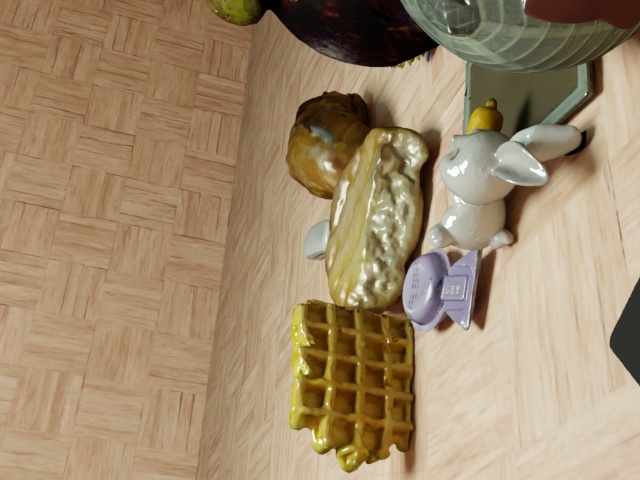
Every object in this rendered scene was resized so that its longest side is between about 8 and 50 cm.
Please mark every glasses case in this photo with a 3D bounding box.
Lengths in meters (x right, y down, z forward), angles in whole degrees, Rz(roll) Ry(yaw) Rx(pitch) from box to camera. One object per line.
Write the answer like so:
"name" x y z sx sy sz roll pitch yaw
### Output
"glasses case" 0.000 0.000 1.640 0.164 0.041 0.063 150 129 -72

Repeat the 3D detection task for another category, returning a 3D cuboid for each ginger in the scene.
"ginger" 0.016 -0.168 1.466 0.321 0.172 0.165 -104 -8 -60

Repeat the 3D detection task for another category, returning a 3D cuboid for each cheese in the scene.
"cheese" 0.140 0.059 1.012 0.191 0.042 0.105 170 110 -75

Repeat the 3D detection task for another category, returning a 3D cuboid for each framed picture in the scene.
"framed picture" 0.221 -0.181 0.944 0.273 0.016 0.217 129 149 -63

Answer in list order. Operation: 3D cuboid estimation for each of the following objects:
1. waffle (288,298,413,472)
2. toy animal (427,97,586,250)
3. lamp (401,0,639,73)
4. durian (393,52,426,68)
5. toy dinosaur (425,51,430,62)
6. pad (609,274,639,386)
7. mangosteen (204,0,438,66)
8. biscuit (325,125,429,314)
"waffle" 0.037 0.185 1.072 0.055 0.160 0.211 121 157 -53
"toy animal" 0.184 -0.072 0.867 0.131 0.127 0.182 -44 -22 -32
"lamp" 0.174 -0.249 0.716 0.233 0.265 0.233 -40 -33 -32
"durian" 0.154 -0.348 1.256 0.224 0.078 0.140 -57 10 30
"toy dinosaur" 0.187 -0.329 1.147 0.197 0.045 0.080 -57 31 34
"pad" 0.261 0.039 0.614 0.112 0.003 0.157 -105 30 -63
"mangosteen" 0.039 -0.382 1.002 0.381 0.421 0.381 -18 -90 -78
"biscuit" 0.079 -0.026 1.235 0.213 0.091 0.274 -170 91 -74
